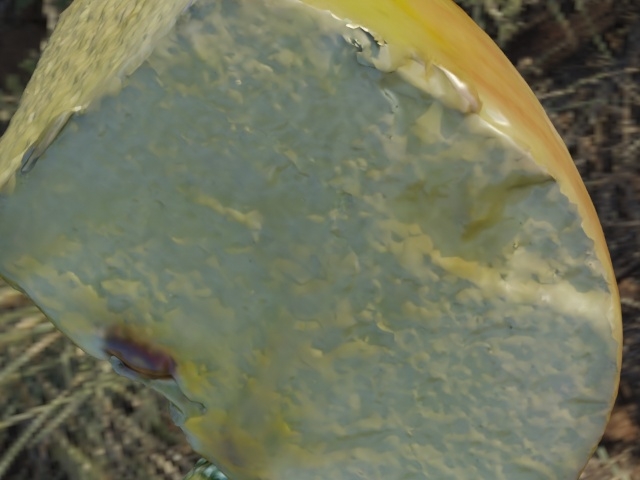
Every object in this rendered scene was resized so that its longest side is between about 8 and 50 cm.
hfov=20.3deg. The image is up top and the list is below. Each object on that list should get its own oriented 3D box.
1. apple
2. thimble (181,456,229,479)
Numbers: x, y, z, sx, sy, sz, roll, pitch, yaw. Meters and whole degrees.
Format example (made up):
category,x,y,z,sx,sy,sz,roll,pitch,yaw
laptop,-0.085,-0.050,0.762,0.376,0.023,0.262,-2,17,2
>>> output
category,x,y,z,sx,sy,sz,roll,pitch,yaw
apple,0.000,0.000,0.873,0.252,0.309,0.314,-57,20,-12
thimble,-0.018,0.285,1.382,0.254,0.167,0.288,24,149,28
